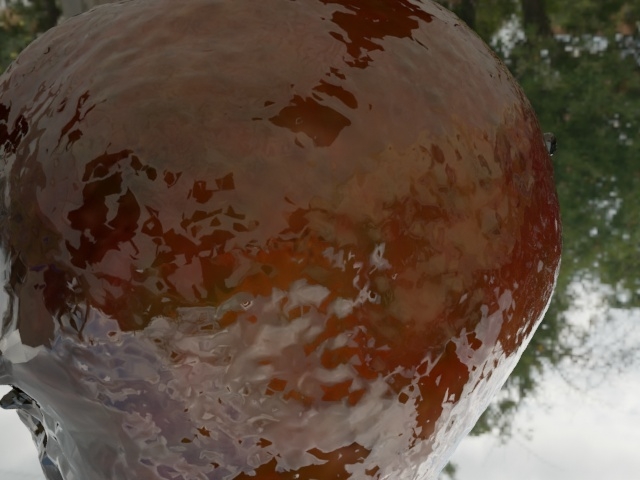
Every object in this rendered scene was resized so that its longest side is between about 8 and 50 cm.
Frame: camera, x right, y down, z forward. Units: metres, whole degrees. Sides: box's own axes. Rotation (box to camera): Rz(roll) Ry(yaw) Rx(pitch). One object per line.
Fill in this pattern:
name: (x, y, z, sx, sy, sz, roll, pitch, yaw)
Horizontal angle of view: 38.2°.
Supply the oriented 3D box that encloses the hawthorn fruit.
hawthorn fruit: (0.000, 0.000, 0.484, 0.368, 0.285, 0.284, -23, -155, -34)
